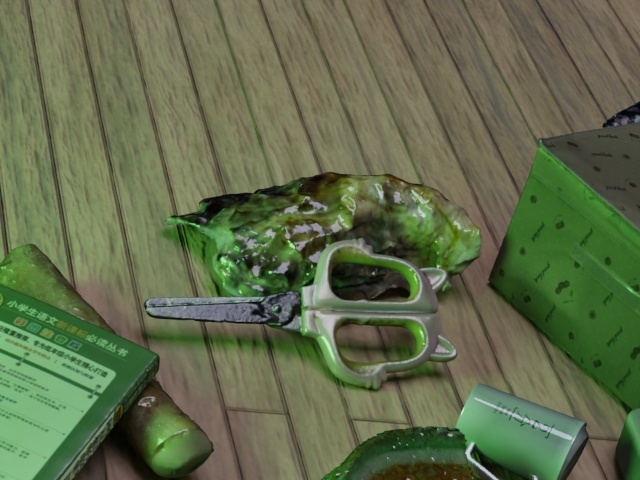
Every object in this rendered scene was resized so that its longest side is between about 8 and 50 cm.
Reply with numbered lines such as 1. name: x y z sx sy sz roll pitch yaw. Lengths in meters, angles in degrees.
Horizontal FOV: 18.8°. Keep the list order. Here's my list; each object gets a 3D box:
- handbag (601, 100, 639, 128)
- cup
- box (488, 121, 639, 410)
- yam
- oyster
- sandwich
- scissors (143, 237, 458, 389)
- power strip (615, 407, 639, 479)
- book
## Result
1. handbag: 0.437 -0.079 2.298 0.208 0.126 0.229 41 38 21
2. cup: 0.184 0.197 1.820 0.116 0.074 0.104 23 61 14
3. box: 0.366 0.036 2.034 0.225 0.190 0.297 -12 44 -39
4. yam: -0.202 0.109 1.752 0.066 0.066 0.300 -14 44 -40
5. oyster: 0.001 -0.008 2.001 0.275 0.100 0.271 34 50 15
6. sandwich: 0.060 0.239 1.672 0.235 0.079 0.159 -8 41 -36
7. scissors: -0.019 0.069 1.887 0.318 0.024 0.160 3 66 -19
8. power strip: 0.422 0.247 1.834 0.265 0.059 0.193 14 22 -9
9. book: -0.286 0.145 1.631 0.202 0.027 0.264 22 44 15
